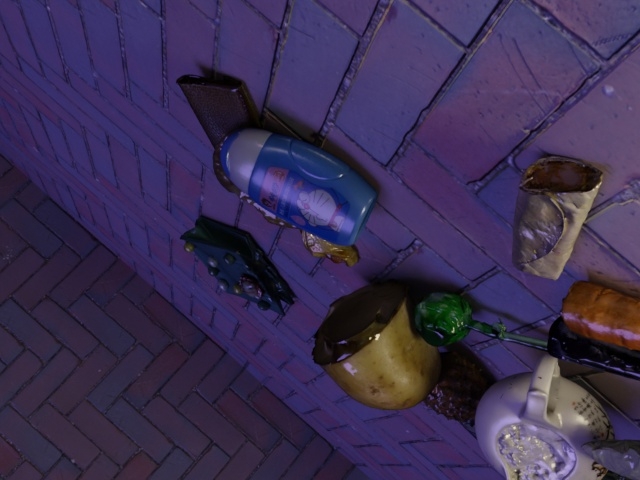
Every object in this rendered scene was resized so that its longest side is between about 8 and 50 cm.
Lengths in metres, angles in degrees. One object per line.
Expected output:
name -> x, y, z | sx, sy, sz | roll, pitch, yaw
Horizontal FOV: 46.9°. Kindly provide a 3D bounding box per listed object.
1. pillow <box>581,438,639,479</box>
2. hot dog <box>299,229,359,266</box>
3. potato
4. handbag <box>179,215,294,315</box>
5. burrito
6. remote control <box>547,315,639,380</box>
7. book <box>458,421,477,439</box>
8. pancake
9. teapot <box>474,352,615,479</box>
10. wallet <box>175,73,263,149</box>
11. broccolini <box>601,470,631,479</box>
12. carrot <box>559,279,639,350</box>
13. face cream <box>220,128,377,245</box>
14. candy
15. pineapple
pillow -> 0.532, 0.325, 0.955 | 0.281, 0.076, 0.274 | 20, 165, -15
hot dog -> 0.000, 0.001, 1.408 | 0.169, 0.061, 0.078 | 45, 161, -7
potato -> 0.116, 0.209, 1.362 | 0.242, 0.242, 0.285 | 45, 169, -10
handbag -> -0.226, 0.073, 1.930 | 0.274, 0.100, 0.268 | 22, 152, 45
burrito -> 0.267, -0.017, 0.869 | 0.087, 0.060, 0.226 | 27, 155, 23
remote control -> 0.412, 0.145, 0.933 | 0.266, 0.090, 0.066 | 12, 107, 48
book -> 0.305, 0.372, 1.626 | 0.322, 0.018, 0.228 | 45, 170, -7
pancake -> -0.079, -0.106, 1.301 | 0.236, 0.042, 0.222 | 27, 143, 5
teapot -> 0.334, 0.290, 1.126 | 0.208, 0.166, 0.299 | 16, 136, 36
wallet -> -0.150, -0.194, 1.308 | 0.133, 0.039, 0.243 | 14, 151, 29
broccolini -> 0.490, 0.418, 1.371 | 0.392, 0.079, 0.073 | 12, 112, 56
carrot -> 0.395, 0.109, 0.882 | 0.205, 0.072, 0.072 | 22, 153, 42
face cream -> -0.043, -0.095, 1.186 | 0.264, 0.083, 0.149 | 28, 129, 9
candy -> 0.291, 0.147, 1.174 | 0.324, 0.097, 0.097 | 11, 145, 41
pineapple -> 0.309, 0.326, 1.449 | 0.248, 0.128, 0.128 | 39, 161, -11
